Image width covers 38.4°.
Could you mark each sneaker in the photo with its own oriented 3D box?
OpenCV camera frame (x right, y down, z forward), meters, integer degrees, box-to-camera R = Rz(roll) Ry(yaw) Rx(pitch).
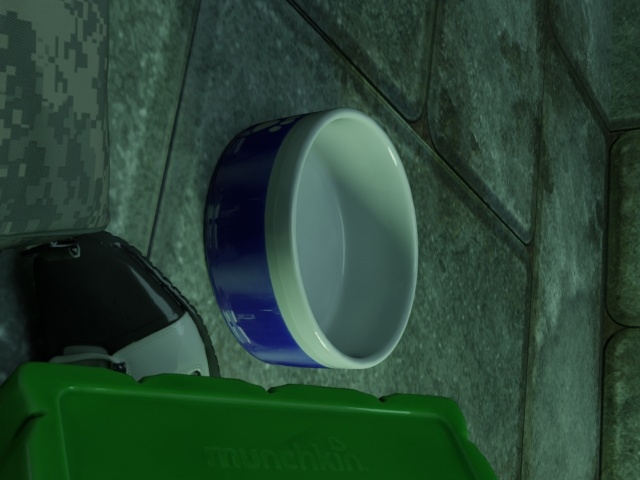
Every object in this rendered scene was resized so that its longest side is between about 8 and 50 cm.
[{"bbox_3d":[-0.146,0.154,0.674,0.146,0.122,0.330,-46,125,-53],"label":"sneaker"}]

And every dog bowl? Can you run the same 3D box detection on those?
[{"bbox_3d":[0.000,0.000,0.952,0.265,0.104,0.264,10,78,-58],"label":"dog bowl"}]

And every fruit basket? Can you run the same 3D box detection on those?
[{"bbox_3d":[-0.078,0.278,0.549,0.392,0.392,0.283,50,10,-44],"label":"fruit basket"}]

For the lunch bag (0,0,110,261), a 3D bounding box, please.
[{"bbox_3d":[-0.215,-0.135,0.480,0.256,0.213,0.305,-1,97,-56],"label":"lunch bag"}]
